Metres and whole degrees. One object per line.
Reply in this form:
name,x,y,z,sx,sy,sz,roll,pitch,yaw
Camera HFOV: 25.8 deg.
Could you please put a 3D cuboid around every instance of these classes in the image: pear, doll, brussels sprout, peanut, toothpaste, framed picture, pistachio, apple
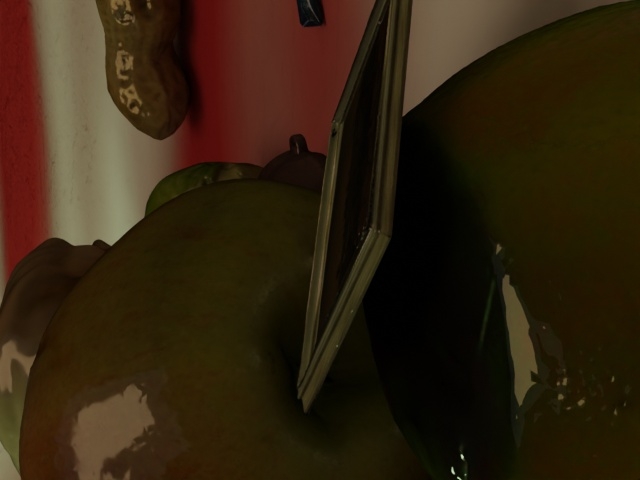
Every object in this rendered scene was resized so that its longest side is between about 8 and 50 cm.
pear,0.138,0.046,0.838,0.399,0.165,0.399,173,90,-68
doll,-0.003,-0.001,1.255,0.145,0.096,0.188,-126,23,-52
brussels sprout,-0.097,-0.006,1.381,0.161,0.143,0.181,53,151,14
peanut,-0.200,-0.226,1.571,0.103,0.098,0.230,-90,-5,-70
toothpaste,-0.014,-0.232,1.252,0.027,0.019,0.083,-3,100,41
framed picture,0.021,-0.045,0.876,0.197,0.014,0.252,111,169,-51
pistachio,-0.277,0.174,1.697,0.445,0.281,0.365,127,133,-54
apple,-0.049,0.126,1.066,0.305,0.338,0.339,-42,62,44
